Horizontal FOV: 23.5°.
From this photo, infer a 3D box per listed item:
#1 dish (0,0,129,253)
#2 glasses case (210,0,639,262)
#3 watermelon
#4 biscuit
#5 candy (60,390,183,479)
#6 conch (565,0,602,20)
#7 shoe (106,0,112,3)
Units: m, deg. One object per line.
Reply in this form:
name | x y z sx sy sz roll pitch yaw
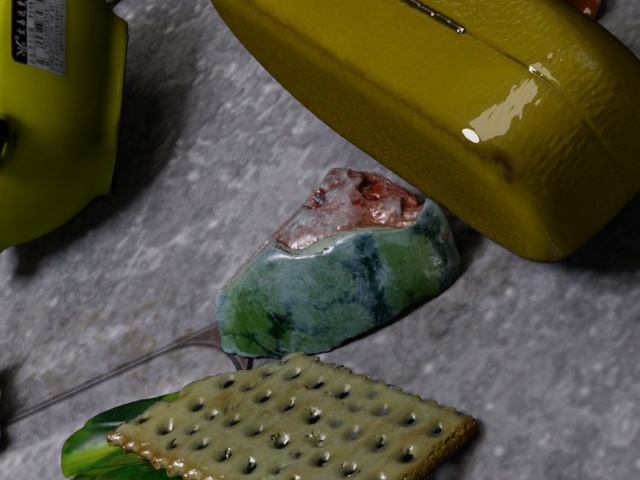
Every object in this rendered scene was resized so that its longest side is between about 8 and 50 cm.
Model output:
dish | -0.213 -0.109 1.242 0.108 0.221 0.262 6 49 -10
glasses case | 0.082 -0.118 1.015 0.141 0.173 0.371 -44 44 -6
watermelon | 0.000 0.000 1.052 0.187 0.071 0.139 -21 39 20
biscuit | -0.016 0.118 0.951 0.203 0.016 0.144 18 40 41
candy | -0.122 0.190 0.959 0.149 0.069 0.246 -15 25 17
conch | 0.150 -0.209 1.114 0.094 0.104 0.176 -59 41 20
shoe | -0.159 -0.326 1.423 0.342 0.132 0.210 -38 45 7
